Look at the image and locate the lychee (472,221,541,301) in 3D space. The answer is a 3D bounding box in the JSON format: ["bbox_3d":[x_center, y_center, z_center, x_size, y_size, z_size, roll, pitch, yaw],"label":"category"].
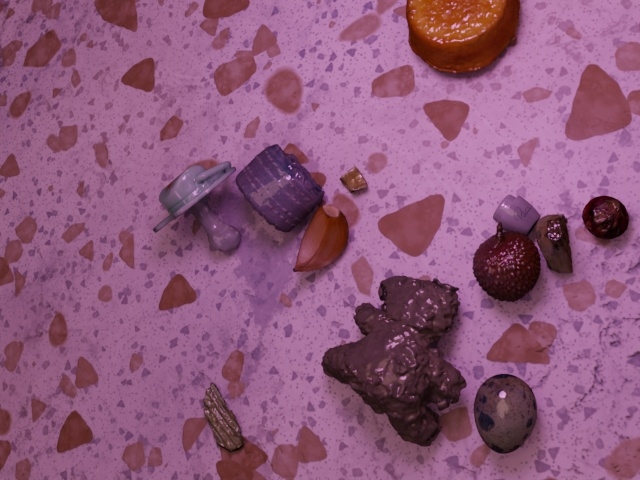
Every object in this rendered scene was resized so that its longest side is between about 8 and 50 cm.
[{"bbox_3d":[0.438,0.051,1.580,0.165,0.165,0.197,-21,113,20],"label":"lychee"}]

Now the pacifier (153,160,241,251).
[{"bbox_3d":[-0.330,-0.089,1.965,0.269,0.288,0.343,53,144,-13],"label":"pacifier"}]

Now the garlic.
[{"bbox_3d":[0.008,0.005,1.829,0.115,0.128,0.206,27,95,-16],"label":"garlic"}]

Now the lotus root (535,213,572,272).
[{"bbox_3d":[0.543,-0.002,1.565,0.070,0.144,0.143,-8,68,25],"label":"lotus root"}]

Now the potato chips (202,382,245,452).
[{"bbox_3d":[-0.286,0.509,1.895,0.092,0.028,0.207,-41,67,10],"label":"potato chips"}]

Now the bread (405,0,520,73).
[{"bbox_3d":[0.363,-0.598,1.760,0.312,0.172,0.312,-5,77,21],"label":"bread"}]

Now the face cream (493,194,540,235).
[{"bbox_3d":[0.480,-0.059,1.631,0.095,0.091,0.091,36,95,18],"label":"face cream"}]

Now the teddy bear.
[{"bbox_3d":[0.216,0.263,1.647,0.357,0.224,0.367,34,79,29],"label":"teddy bear"}]

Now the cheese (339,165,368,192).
[{"bbox_3d":[0.098,-0.158,1.859,0.060,0.041,0.084,-36,50,6],"label":"cheese"}]

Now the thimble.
[{"bbox_3d":[-0.112,-0.151,1.873,0.172,0.205,0.236,-43,40,6],"label":"thimble"}]

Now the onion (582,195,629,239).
[{"bbox_3d":[0.659,-0.052,1.548,0.107,0.097,0.107,5,70,-13],"label":"onion"}]

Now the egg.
[{"bbox_3d":[0.422,0.397,1.527,0.141,0.141,0.181,7,90,26],"label":"egg"}]
